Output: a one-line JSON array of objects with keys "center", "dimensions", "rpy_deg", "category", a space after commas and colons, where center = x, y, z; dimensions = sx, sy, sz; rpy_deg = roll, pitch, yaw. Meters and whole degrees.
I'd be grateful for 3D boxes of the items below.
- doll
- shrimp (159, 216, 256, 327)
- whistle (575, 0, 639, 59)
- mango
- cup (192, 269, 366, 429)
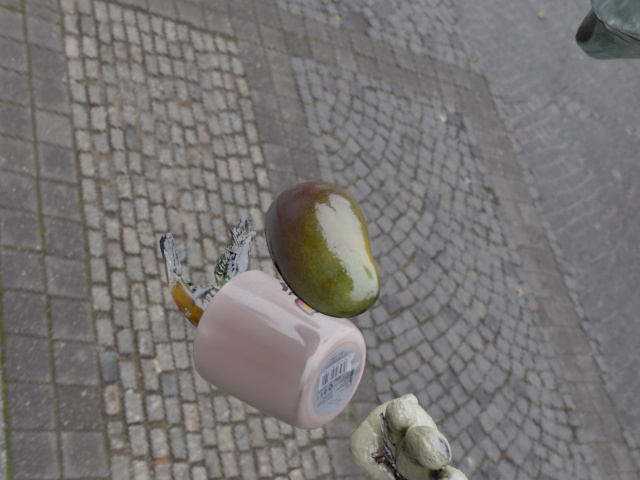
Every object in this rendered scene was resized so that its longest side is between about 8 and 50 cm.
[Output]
[{"center": [0.128, 0.317, 1.307], "dimensions": [0.149, 0.278, 0.175], "rpy_deg": [5, 84, -11], "category": "doll"}, {"center": [-0.181, 0.019, 1.486], "dimensions": [0.198, 0.051, 0.262], "rpy_deg": [51, 41, -37], "category": "shrimp"}, {"center": [0.434, -0.339, 0.917], "dimensions": [0.168, 0.405, 0.188], "rpy_deg": [12, 26, -41], "category": "whistle"}, {"center": [0.000, 0.000, 1.140], "dimensions": [0.111, 0.133, 0.267], "rpy_deg": [49, 4, -36], "category": "mango"}, {"center": [-0.037, 0.173, 1.377], "dimensions": [0.200, 0.192, 0.252], "rpy_deg": [24, 5, 32], "category": "cup"}]
